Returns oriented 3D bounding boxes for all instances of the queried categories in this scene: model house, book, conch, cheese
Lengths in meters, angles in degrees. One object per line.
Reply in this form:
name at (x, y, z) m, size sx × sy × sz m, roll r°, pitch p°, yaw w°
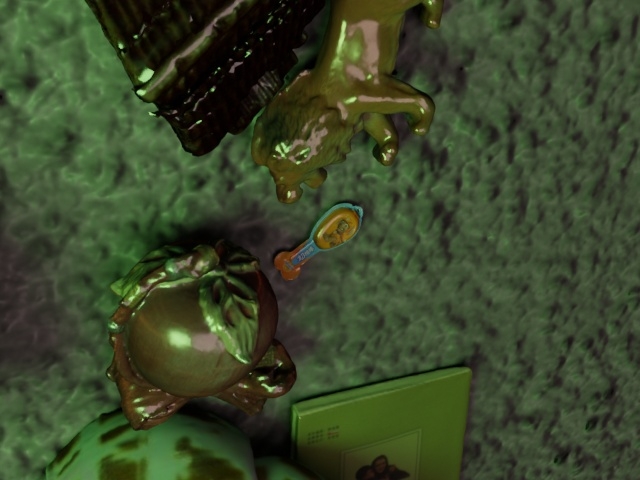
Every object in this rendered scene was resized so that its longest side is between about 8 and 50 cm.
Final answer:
model house at (-0.055, -0.236, 0.778) m, size 0.317 × 0.282 × 0.297 m, roll -45°, pitch 125°, yaw 3°
book at (0.069, 0.326, 1.284) m, size 0.239 × 0.035 × 0.352 m, roll -10°, pitch 119°, yaw -22°
conch at (-0.100, 0.306, 1.102) m, size 0.368 × 0.197 × 0.249 m, roll 0°, pitch 99°, yaw -28°
cheese at (0.000, 0.000, 1.090) m, size 0.111 × 0.017 × 0.047 m, roll -38°, pitch 122°, yaw -2°

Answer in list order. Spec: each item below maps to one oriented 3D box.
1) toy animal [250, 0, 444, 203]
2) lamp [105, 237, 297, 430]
toy animal at (0.038, -0.172, 0.975) m, size 0.157 × 0.097 × 0.312 m, roll 12°, pitch 109°, yaw -23°
lamp at (-0.112, 0.082, 1.018) m, size 0.215 × 0.151 × 0.223 m, roll -1°, pitch 152°, yaw -27°
